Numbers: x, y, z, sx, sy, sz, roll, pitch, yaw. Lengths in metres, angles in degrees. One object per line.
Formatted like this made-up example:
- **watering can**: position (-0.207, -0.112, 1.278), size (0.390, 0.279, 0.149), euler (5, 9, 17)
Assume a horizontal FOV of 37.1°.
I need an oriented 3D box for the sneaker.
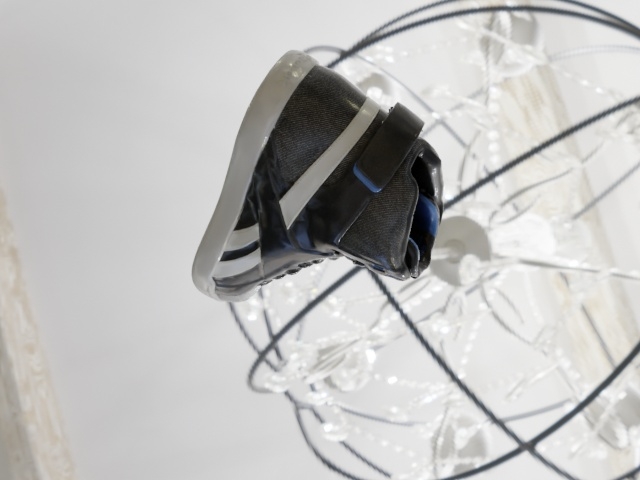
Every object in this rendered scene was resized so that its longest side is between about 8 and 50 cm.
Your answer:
- **sneaker**: position (0.000, 0.000, 0.552), size (0.121, 0.079, 0.217), euler (31, -34, 5)
